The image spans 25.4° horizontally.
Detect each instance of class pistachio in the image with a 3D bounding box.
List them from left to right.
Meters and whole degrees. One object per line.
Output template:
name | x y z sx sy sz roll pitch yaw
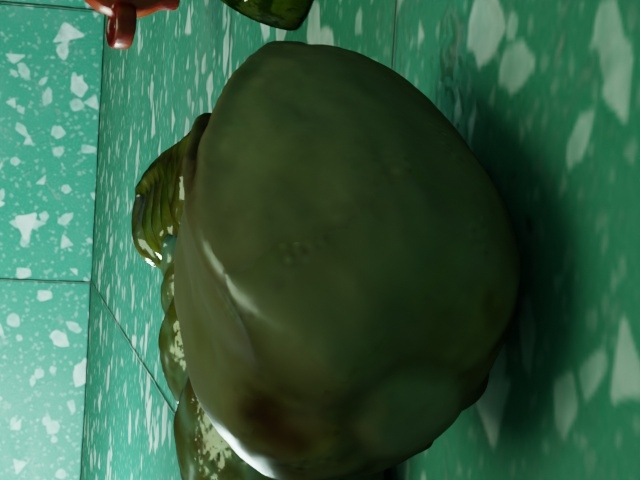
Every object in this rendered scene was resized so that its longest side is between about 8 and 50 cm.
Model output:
pistachio | 0.000 0.000 0.516 0.129 0.131 0.206 -38 30 12

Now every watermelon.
watermelon | -0.043 -0.178 0.869 0.163 0.069 0.086 135 135 -69

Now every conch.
conch | -0.020 0.089 0.651 0.116 0.106 0.172 -68 -28 -71

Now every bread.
bread | -0.064 -0.028 0.889 0.087 0.098 0.269 54 167 -5

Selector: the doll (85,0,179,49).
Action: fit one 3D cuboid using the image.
doll | -0.170 -0.335 1.250 0.182 0.160 0.363 138 133 -62
